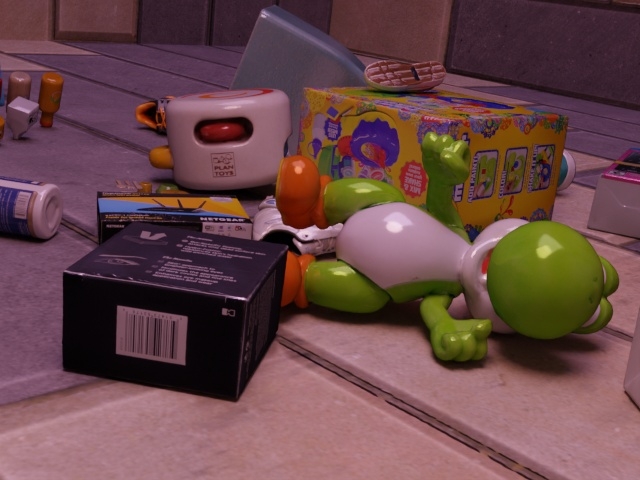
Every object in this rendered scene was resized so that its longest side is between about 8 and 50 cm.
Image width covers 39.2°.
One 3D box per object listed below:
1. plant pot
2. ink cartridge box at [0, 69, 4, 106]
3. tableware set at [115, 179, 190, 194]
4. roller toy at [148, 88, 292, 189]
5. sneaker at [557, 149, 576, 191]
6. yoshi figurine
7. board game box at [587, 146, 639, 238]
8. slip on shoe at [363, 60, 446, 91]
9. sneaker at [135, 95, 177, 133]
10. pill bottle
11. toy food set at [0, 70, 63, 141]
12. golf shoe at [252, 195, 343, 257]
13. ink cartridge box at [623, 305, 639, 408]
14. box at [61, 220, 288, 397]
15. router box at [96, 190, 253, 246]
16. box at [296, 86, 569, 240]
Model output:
[{"bbox_3d":[-0.028,-0.264,1.648,0.252,0.247,0.248,23,16,-4],"label":"plant pot"},{"bbox_3d":[-0.738,-0.321,1.576,0.198,0.197,0.270,4,14,32],"label":"ink cartridge box"},{"bbox_3d":[-0.226,-0.053,1.242,0.104,0.024,0.154,3,16,-23],"label":"tableware set"},{"bbox_3d":[-0.139,-0.150,1.375,0.209,0.146,0.191,-17,19,-40],"label":"roller toy"},{"bbox_3d":[0.293,-0.161,1.632,0.178,0.124,0.295,3,16,-46],"label":"sneaker"},{"bbox_3d":[0.123,0.016,0.889,0.362,0.203,0.203,10,33,4],"label":"yoshi figurine"},{"bbox_3d":[0.585,-0.070,1.471,0.224,0.097,0.303,14,18,23],"label":"board game box"},{"bbox_3d":[0.126,-0.249,1.382,0.135,0.051,0.041,-11,-19,-22],"label":"slip on shoe"},{"bbox_3d":[-0.273,-0.235,1.730,0.083,0.084,0.215,-13,16,-43],"label":"sneaker"},{"bbox_3d":[-0.374,-0.042,1.066,0.120,0.067,0.067,9,17,7],"label":"pill bottle"},{"bbox_3d":[-0.552,-0.218,1.589,0.111,0.104,0.232,20,35,0],"label":"toy food set"},{"bbox_3d":[0.000,0.000,1.109,0.176,0.069,0.086,6,37,7],"label":"golf shoe"},{"bbox_3d":[0.400,0.095,0.787,0.231,0.134,0.078,5,16,-4],"label":"ink cartridge box"},{"bbox_3d":[-0.123,0.055,0.794,0.156,0.093,0.158,9,18,8],"label":"box"},{"bbox_3d":[-0.183,-0.022,1.107,0.179,0.046,0.133,1,17,-17],"label":"router box"},{"bbox_3d":[0.161,-0.123,1.346,0.279,0.177,0.290,-10,23,-42],"label":"box"}]
